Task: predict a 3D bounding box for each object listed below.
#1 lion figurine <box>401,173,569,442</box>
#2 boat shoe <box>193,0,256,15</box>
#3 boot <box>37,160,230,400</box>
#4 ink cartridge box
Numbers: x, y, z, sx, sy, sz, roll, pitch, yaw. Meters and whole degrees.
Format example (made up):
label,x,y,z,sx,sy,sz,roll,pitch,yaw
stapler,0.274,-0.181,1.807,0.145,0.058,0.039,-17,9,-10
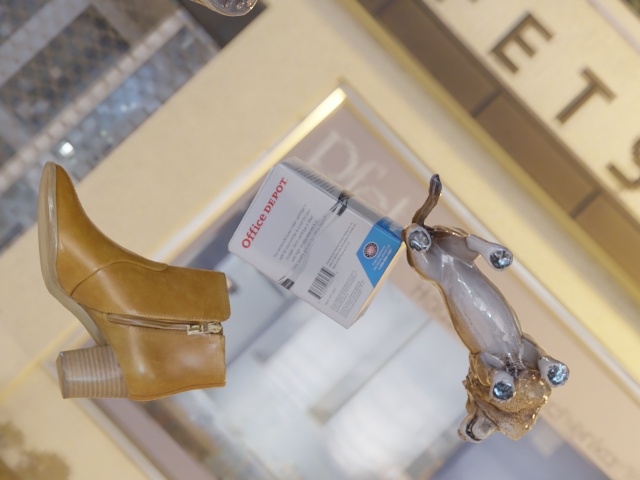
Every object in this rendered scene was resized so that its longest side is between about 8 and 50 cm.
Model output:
label,x,y,z,sx,sy,sz,roll,pitch,yaw
lion figurine,0.199,0.090,1.899,0.240,0.142,0.392,-143,-148,-81
boat shoe,-0.247,-0.473,2.373,0.324,0.123,0.116,39,-10,-28
boot,-0.218,0.043,1.736,0.104,0.211,0.295,149,-66,-70
ink cartridge box,0.000,0.000,1.991,0.203,0.148,0.086,34,18,8
